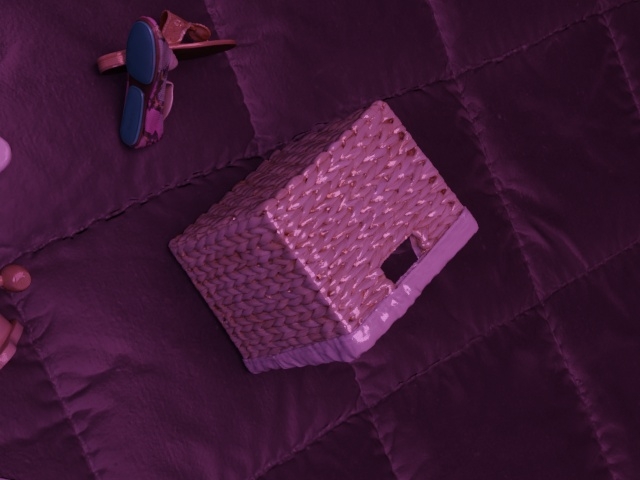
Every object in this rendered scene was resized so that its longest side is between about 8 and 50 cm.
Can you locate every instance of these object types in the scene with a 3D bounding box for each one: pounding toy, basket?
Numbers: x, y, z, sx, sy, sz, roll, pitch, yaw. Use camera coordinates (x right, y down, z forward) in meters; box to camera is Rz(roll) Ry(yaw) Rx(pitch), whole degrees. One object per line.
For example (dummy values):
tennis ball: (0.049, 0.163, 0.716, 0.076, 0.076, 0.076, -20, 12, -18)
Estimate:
pounding toy: (-0.501, 0.123, 1.478, 0.269, 0.154, 0.155, -46, 110, -11)
basket: (0.000, 0.000, 1.729, 0.328, 0.331, 0.266, -44, 105, -32)

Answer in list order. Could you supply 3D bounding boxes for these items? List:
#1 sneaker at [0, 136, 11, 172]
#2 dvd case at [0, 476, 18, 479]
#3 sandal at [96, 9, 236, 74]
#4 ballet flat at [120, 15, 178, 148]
sneaker: (-0.526, -0.128, 1.509, 0.232, 0.115, 0.090, 4, 80, -35)
dvd case: (-0.508, 0.395, 1.487, 0.239, 0.030, 0.179, 21, 70, -31)
sandal: (-0.246, -0.326, 1.760, 0.240, 0.088, 0.079, -17, 91, -30)
ballet flat: (-0.257, -0.244, 1.694, 0.079, 0.077, 0.221, -23, 136, -42)
